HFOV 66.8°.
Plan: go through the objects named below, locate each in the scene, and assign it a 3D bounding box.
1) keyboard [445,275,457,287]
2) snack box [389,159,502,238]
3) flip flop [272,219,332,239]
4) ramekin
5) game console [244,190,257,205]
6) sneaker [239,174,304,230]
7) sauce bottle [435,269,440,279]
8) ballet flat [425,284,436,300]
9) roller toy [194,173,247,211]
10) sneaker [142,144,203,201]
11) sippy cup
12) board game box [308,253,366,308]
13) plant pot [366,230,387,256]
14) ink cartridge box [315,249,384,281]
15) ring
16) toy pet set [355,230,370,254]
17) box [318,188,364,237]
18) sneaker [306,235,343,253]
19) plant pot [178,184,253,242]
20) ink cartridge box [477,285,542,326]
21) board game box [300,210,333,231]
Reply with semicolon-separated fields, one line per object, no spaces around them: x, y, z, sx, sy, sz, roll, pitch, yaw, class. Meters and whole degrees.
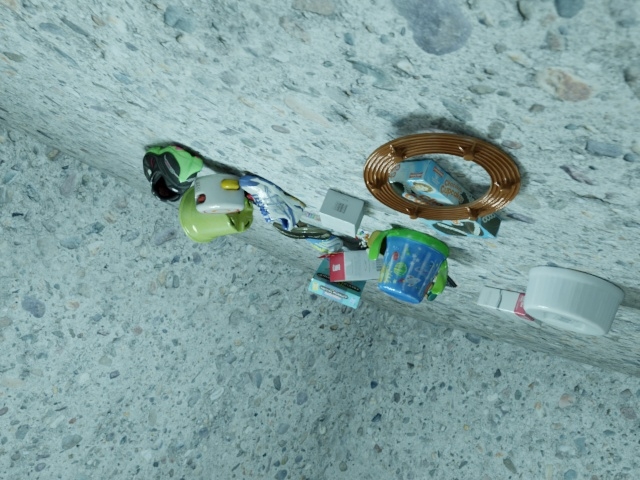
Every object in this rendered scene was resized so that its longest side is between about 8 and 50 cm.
0.552;0.179;2.223;0.108;0.023;0.180;15;167;34;keyboard
0.298;-0.099;1.247;0.322;0.060;0.187;30;165;-34;snack box
-0.081;-0.059;2.214;0.277;0.080;0.112;4;160;14;flip flop
0.779;0.194;1.521;0.277;0.135;0.277;22;169;4;ramekin
-0.247;-0.186;2.062;0.144;0.085;0.124;30;-162;-34;game console
-0.195;-0.140;1.866;0.296;0.131;0.112;30;169;-29;sneaker
0.506;0.139;2.069;0.042;0.042;0.128;20;167;14;sauce bottle
0.556;0.250;2.487;0.073;0.080;0.232;48;179;26;ballet flat
-0.396;-0.187;1.902;0.191;0.146;0.209;-5;177;3;roller toy
-0.638;-0.260;1.971;0.185;0.202;0.482;28;168;-27;sneaker
0.319;0.100;1.756;0.305;0.224;0.240;21;169;8;sippy cup
0.110;0.188;2.498;0.253;0.079;0.336;21;-151;7;board game box
0.229;0.007;1.885;0.081;0.082;0.083;30;180;-36;plant pot
0.137;0.123;2.231;0.271;0.130;0.309;-2;174;-11;ink cartridge box
0.257;-0.119;1.060;0.336;0.032;0.337;9;156;4;ring
0.210;0.003;2.008;0.114;0.065;0.122;57;166;4;toy pet set
0.075;-0.090;1.664;0.130;0.091;0.170;20;169;9;box
0.000;0.000;2.274;0.126;0.091;0.240;31;166;-31;sneaker
-0.452;-0.126;2.207;0.253;0.276;0.276;0;158;34;plant pot
0.787;0.270;2.005;0.158;0.092;0.217;31;165;-37;ink cartridge box
-0.024;-0.087;2.062;0.154;0.026;0.103;19;169;19;board game box
